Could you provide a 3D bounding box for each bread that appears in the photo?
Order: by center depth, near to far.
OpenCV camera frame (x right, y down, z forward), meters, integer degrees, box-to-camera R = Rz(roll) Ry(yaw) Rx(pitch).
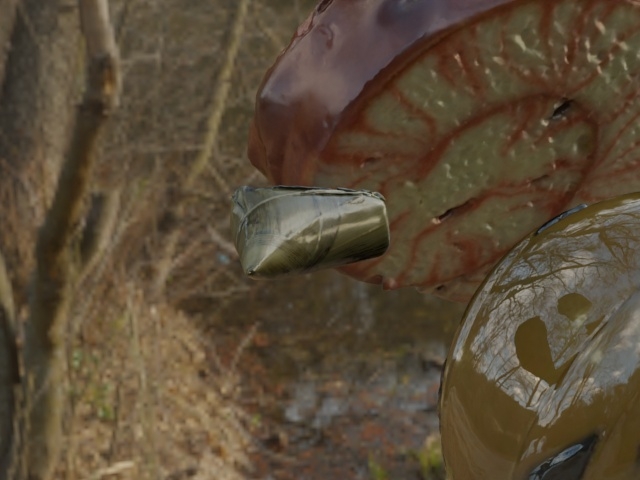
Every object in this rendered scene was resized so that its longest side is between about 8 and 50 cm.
[{"bbox_3d":[0.118,-0.090,0.954,0.328,0.295,0.114,20,33,-43],"label":"bread"}]

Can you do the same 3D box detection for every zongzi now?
[{"bbox_3d":[0.000,0.000,0.580,0.076,0.040,0.083,0,15,-9],"label":"zongzi"}]

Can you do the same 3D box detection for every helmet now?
[{"bbox_3d":[0.141,0.061,0.632,0.224,0.130,0.198,-42,27,-7],"label":"helmet"}]
